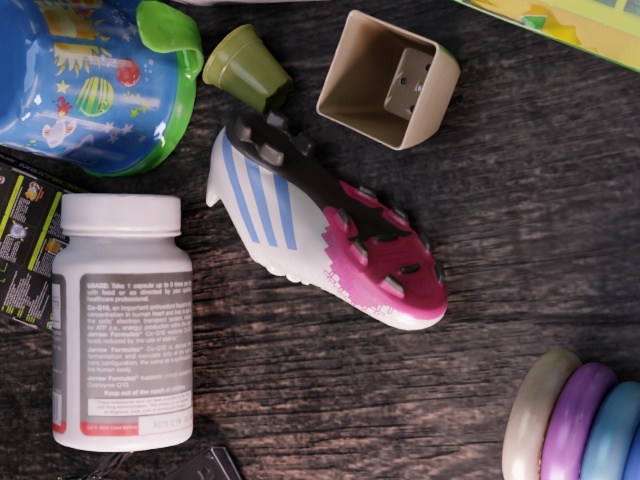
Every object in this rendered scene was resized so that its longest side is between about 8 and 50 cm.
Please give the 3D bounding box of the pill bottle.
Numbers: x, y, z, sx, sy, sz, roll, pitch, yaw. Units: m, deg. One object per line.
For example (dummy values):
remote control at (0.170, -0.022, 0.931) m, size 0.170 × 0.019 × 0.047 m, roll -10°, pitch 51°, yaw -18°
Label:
pill bottle at (-0.227, 0.089, 1.311) m, size 0.161 × 0.161 × 0.283 m, roll 1°, pitch 91°, yaw 33°

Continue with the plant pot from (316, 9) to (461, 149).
plant pot at (0.079, -0.158, 1.143) m, size 0.109 × 0.096 × 0.109 m, roll 28°, pitch 107°, yaw 30°

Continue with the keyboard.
keyboard at (-0.217, 0.337, 1.388) m, size 0.317 × 0.033 × 0.202 m, roll -38°, pitch 77°, yaw 27°

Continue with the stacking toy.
stacking toy at (0.329, 0.203, 0.968) m, size 0.330 × 0.141 × 0.141 m, roll 16°, pitch 100°, yaw 29°

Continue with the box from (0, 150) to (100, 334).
box at (-0.362, 0.007, 1.413) m, size 0.184 × 0.045 × 0.191 m, roll 23°, pitch 107°, yaw -4°

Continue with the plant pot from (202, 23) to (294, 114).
plant pot at (-0.074, -0.183, 1.262) m, size 0.079 × 0.083 × 0.083 m, roll 42°, pitch 113°, yaw 13°

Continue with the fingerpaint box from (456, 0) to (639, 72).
fingerpaint box at (0.243, -0.358, 0.976) m, size 0.444 × 0.163 × 0.371 m, roll 26°, pitch 105°, yaw 24°

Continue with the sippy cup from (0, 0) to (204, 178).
sippy cup at (-0.301, -0.193, 1.319) m, size 0.240 × 0.224 × 0.305 m, roll 46°, pitch 113°, yaw 24°

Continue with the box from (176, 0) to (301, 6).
box at (-0.088, -0.352, 1.224) m, size 0.181 × 0.119 × 0.181 m, roll 2°, pitch 92°, yaw 24°

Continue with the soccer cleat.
soccer cleat at (0.000, 0.000, 1.204) m, size 0.331 × 0.116 × 0.143 m, roll 45°, pitch 130°, yaw 27°
